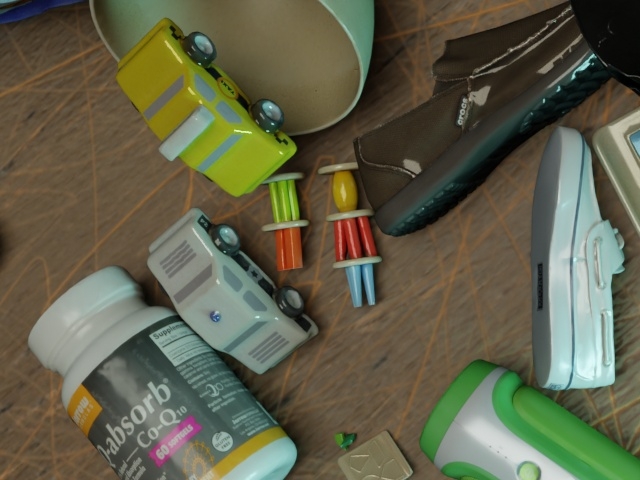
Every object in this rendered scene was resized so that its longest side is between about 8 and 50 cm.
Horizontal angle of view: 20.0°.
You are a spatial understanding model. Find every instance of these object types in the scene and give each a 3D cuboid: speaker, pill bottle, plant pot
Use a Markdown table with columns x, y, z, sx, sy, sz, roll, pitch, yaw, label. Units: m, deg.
| x | y | z | sx | sy | sz | roll | pitch | yaw | label |
| --- | --- | --- | --- | --- | --- | --- | --- | --- | --- |
| 0.245 | 0.240 | 1.754 | 0.296 | 0.131 | 0.131 | 34 | 100 | 17 | speaker |
| -0.168 | 0.169 | 1.880 | 0.162 | 0.162 | 0.278 | -46 | 76 | 13 | pill bottle |
| -0.064 | -0.267 | 1.819 | 0.284 | 0.284 | 0.191 | 10 | 58 | 19 | plant pot |

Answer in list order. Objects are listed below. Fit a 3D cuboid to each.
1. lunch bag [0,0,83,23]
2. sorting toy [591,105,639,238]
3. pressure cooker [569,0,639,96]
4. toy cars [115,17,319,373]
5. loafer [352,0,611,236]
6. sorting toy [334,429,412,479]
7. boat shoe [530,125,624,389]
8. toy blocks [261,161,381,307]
| x | y | z | sx | sy | sz | roll | pitch | yaw | label |
| --- | --- | --- | --- | --- | --- | --- | --- | --- | --- |
| -0.409 | -0.389 | 1.898 | 0.385 | 0.239 | 0.327 | 2 | 90 | 61 | lunch bag |
| 0.392 | -0.069 | 1.754 | 0.208 | 0.038 | 0.193 | -29 | 80 | 16 | sorting toy |
| 0.463 | -0.262 | 1.547 | 0.375 | 0.420 | 0.369 | 26 | 106 | 51 | pressure cooker |
| -0.110 | -0.026 | 1.814 | 0.176 | 0.087 | 0.393 | 3 | 119 | 18 | toy cars |
| 0.168 | -0.158 | 1.782 | 0.366 | 0.134 | 0.130 | -40 | 78 | 14 | loafer |
| 0.050 | 0.224 | 1.876 | 0.062 | 0.012 | 0.083 | -32 | 63 | -2 | sorting toy |
| 0.256 | 0.018 | 1.784 | 0.084 | 0.095 | 0.258 | 2 | 93 | -9 | boat shoe |
| 0.000 | 0.000 | 1.881 | 0.123 | 0.054 | 0.148 | -9 | 87 | 18 | toy blocks |
